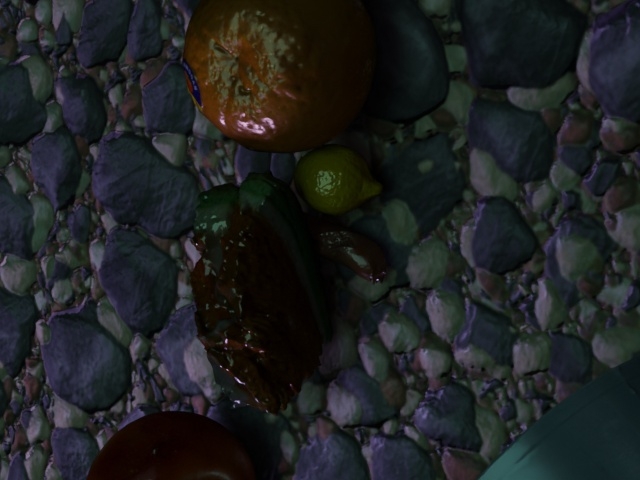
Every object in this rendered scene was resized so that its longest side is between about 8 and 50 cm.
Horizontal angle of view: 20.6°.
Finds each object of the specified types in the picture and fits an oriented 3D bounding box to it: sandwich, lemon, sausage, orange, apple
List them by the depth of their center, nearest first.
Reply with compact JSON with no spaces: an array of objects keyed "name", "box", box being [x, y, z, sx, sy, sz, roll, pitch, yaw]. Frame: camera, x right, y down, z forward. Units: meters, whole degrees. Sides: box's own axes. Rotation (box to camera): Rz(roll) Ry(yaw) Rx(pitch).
[{"name":"orange","box":[-0.035,-0.164,1.573,0.177,0.155,0.178,10,104,45]},{"name":"sandwich","box":[-0.069,0.050,1.580,0.109,0.160,0.185,-1,124,28]},{"name":"lemon","box":[0.015,-0.054,1.589,0.092,0.065,0.065,18,102,30]},{"name":"sausage","box":[0.000,0.000,1.623,0.158,0.036,0.042,22,142,38]},{"name":"apple","box":[-0.138,0.241,1.665,0.139,0.163,0.163,6,94,52]}]

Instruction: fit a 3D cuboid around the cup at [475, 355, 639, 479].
[{"name":"cup","box":[0.251,0.300,1.261,0.311,0.256,0.331,50,119,28]}]
